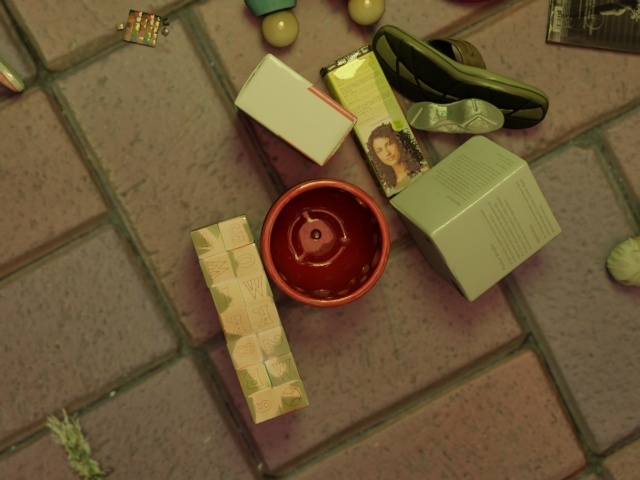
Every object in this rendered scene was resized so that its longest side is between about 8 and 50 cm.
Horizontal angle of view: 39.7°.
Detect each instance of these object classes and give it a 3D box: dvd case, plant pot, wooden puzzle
[{"bbox_3d":[0.489,-0.399,1.472,0.221,0.018,0.164,5,92,-6],"label":"dvd case"},{"bbox_3d":[0.000,0.000,1.365,0.191,0.174,0.191,0,93,-6],"label":"plant pot"},{"bbox_3d":[-0.280,-0.335,1.401,0.083,0.006,0.049,12,92,-7],"label":"wooden puzzle"}]

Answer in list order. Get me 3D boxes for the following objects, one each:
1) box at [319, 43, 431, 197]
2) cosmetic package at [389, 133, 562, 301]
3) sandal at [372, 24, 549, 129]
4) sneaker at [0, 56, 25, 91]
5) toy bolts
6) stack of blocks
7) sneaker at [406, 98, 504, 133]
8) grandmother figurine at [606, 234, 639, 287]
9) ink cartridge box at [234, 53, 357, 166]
[{"bbox_3d":[0.089,-0.190,1.422,0.087,0.058,0.232,-28,95,-4],"label":"box"},{"bbox_3d":[0.239,-0.037,1.377,0.183,0.151,0.151,-36,121,-3],"label":"cosmetic package"},{"bbox_3d":[0.222,-0.267,1.418,0.302,0.120,0.086,21,66,-9],"label":"sandal"},{"bbox_3d":[-0.520,-0.261,1.359,0.134,0.051,0.070,44,90,-3],"label":"sneaker"},{"bbox_3d":[-0.012,-0.387,1.342,0.228,0.218,0.158,-13,101,13],"label":"toy bolts"},{"bbox_3d":[-0.109,0.111,1.362,0.087,0.171,0.297,-18,94,-5],"label":"stack of blocks"},{"bbox_3d":[0.217,-0.196,1.416,0.152,0.061,0.054,5,87,15],"label":"sneaker"},{"bbox_3d":[0.624,-0.041,1.472,0.342,0.104,0.208,-39,69,0],"label":"grandmother figurine"},{"bbox_3d":[-0.041,-0.191,1.328,0.158,0.218,0.092,36,95,-7],"label":"ink cartridge box"}]
